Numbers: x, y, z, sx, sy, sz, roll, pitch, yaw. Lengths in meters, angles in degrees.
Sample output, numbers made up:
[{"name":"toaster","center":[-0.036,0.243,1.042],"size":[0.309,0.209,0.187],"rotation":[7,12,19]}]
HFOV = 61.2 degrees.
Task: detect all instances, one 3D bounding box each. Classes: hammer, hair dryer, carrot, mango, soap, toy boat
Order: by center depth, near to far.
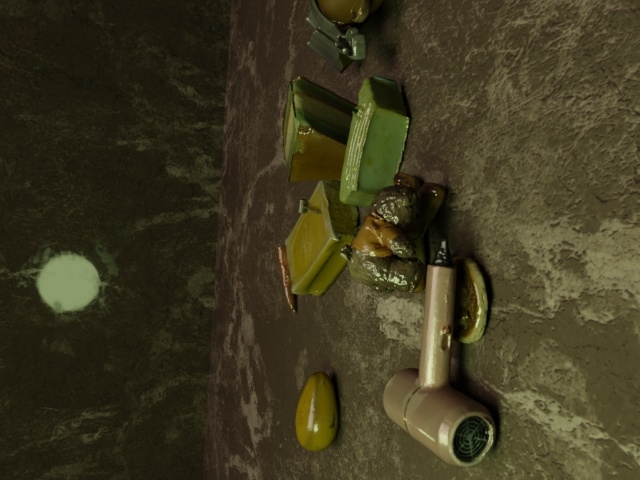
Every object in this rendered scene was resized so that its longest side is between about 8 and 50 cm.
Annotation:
[{"name":"hair dryer","center":[0.194,0.167,0.875],"size":[0.189,0.106,0.344],"rotation":[-166,77,-67]},{"name":"toy boat","center":[0.115,-0.202,1.137],"size":[0.084,0.111,0.276],"rotation":[34,115,59]},{"name":"mango","center":[-0.005,0.431,1.370],"size":[0.137,0.098,0.195],"rotation":[-175,96,-70]},{"name":"hammer","center":[-0.027,-0.079,1.372],"size":[0.110,0.019,0.036],"rotation":[27,112,61]},{"name":"soap","center":[0.000,0.000,1.426],"size":[0.315,0.091,0.199],"rotation":[126,143,-52]},{"name":"carrot","center":[-0.103,0.125,1.715],"size":[0.057,0.057,0.224],"rotation":[136,129,-59]}]

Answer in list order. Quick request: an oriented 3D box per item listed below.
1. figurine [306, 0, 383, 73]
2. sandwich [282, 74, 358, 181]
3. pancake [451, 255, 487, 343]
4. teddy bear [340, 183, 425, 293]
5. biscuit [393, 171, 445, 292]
[{"name":"figurine","center":[0.065,-0.554,1.242],"size":[0.343,0.167,0.285],"rotation":[66,160,10]},{"name":"sandwich","center":[0.022,-0.256,1.255],"size":[0.227,0.198,0.155],"rotation":[108,156,-65]},{"name":"pancake","center":[0.232,0.100,0.917],"size":[0.158,0.028,0.158],"rotation":[-179,90,-70]},{"name":"teddy bear","center":[0.119,-0.007,0.961],"size":[0.177,0.140,0.190],"rotation":[156,137,-83]},{"name":"biscuit","center":[0.175,-0.019,1.049],"size":[0.164,0.047,0.208],"rotation":[-139,56,-64]}]
